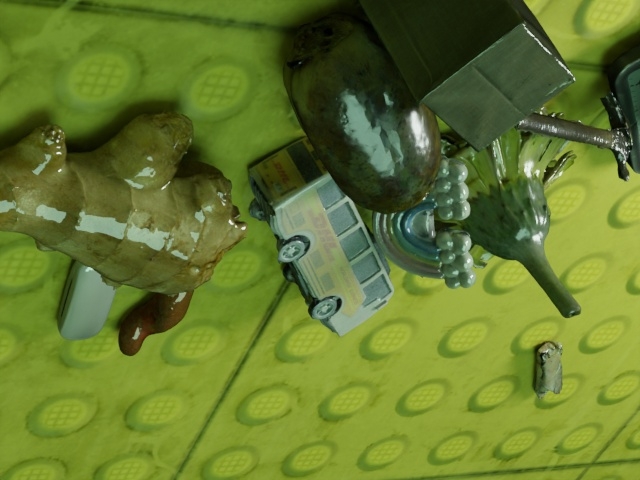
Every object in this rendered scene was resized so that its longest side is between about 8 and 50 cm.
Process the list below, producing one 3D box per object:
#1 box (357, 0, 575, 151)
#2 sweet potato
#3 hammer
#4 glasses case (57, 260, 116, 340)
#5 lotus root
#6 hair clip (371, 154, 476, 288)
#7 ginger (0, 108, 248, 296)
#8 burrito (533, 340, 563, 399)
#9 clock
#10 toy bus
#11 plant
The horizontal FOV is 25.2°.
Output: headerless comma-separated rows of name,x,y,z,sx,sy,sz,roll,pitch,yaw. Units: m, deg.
box,0.157,-0.248,1.660,0.155,0.231,0.149,-38,143,16
sweet potato,-0.221,0.096,1.994,0.202,0.058,0.055,-48,160,25
hammer,0.336,-0.147,1.913,0.027,0.125,0.297,-11,171,41
glasses case,-0.312,0.075,1.922,0.063,0.041,0.164,-3,138,-27
lotus root,0.061,-0.147,1.756,0.160,0.152,0.275,-37,130,-6
hair clip,0.138,-0.040,1.948,0.140,0.054,0.220,-1,108,15
ginger,-0.254,-0.048,1.713,0.236,0.166,0.375,-37,150,28
burrito,0.411,0.235,2.571,0.051,0.042,0.171,-24,141,-9
clock,0.550,-0.237,2.073,0.273,0.049,0.279,-29,144,0
toy bus,0.000,0.000,1.986,0.138,0.097,0.342,-33,143,-3
plant,0.235,-0.030,2.008,0.261,0.297,0.306,8,146,-2
